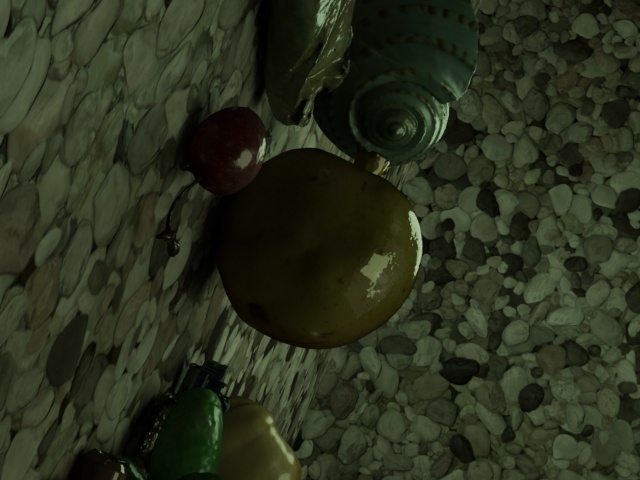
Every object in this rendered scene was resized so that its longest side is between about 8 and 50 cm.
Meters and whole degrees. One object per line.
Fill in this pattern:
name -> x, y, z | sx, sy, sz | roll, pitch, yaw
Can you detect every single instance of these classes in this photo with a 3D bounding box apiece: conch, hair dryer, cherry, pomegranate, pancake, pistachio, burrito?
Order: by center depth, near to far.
cherry -> -0.134, -0.072, 1.414 | 0.226, 0.090, 0.107 | -59, 178, -24
hair dryer -> -0.296, 0.307, 1.426 | 0.182, 0.064, 0.117 | 55, 56, -72
burrito -> -0.011, -0.295, 1.565 | 0.348, 0.107, 0.175 | 91, 20, -59
pomegranate -> 0.000, 0.000, 1.728 | 0.319, 0.319, 0.319 | 21, 90, -81
pancake -> -0.250, 0.281, 1.729 | 0.129, 0.022, 0.116 | -58, 167, -27
conch -> 0.089, -0.285, 1.827 | 0.215, 0.319, 0.303 | 2, 133, -35
pistachio -> -0.153, 0.405, 1.971 | 0.238, 0.229, 0.321 | 0, 126, -34

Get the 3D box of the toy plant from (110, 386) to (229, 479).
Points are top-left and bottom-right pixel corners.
toy plant -> -0.228, 0.410, 1.629 | 0.317, 0.210, 0.356 | -116, -138, -71

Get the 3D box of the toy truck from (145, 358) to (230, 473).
toy truck -> -0.198, 0.278, 1.812 | 0.074, 0.088, 0.202 | 104, 11, -86
